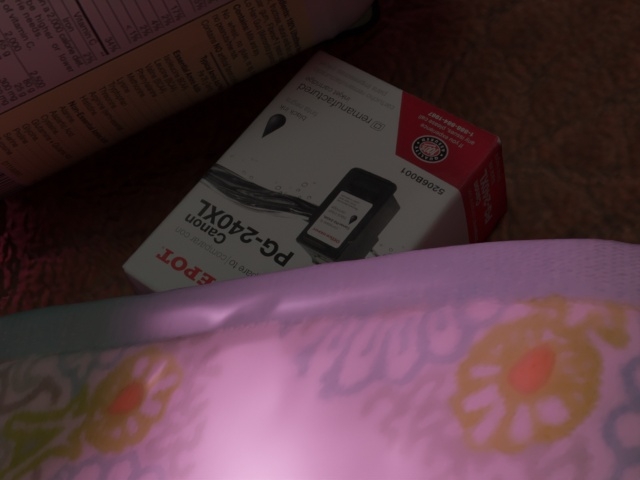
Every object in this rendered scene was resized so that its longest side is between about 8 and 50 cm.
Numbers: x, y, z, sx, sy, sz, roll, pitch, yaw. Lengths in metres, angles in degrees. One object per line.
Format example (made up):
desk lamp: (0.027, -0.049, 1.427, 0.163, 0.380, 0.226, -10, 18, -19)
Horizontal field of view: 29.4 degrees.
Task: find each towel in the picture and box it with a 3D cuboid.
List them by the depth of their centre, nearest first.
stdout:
towel: (-0.056, 0.160, 0.383, 0.374, 0.090, 0.321, -10, 49, 38)

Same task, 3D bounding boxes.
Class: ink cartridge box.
ink cartridge box: (0.000, 0.000, 0.567, 0.109, 0.063, 0.150, 30, 67, 25)

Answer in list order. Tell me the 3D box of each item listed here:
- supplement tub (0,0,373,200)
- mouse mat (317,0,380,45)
supplement tub: (-0.113, -0.168, 0.576, 0.324, 0.235, 0.235, -26, 57, 0)
mouse mat: (-0.072, -0.152, 0.709, 0.189, 0.007, 0.153, -17, 57, 1)
